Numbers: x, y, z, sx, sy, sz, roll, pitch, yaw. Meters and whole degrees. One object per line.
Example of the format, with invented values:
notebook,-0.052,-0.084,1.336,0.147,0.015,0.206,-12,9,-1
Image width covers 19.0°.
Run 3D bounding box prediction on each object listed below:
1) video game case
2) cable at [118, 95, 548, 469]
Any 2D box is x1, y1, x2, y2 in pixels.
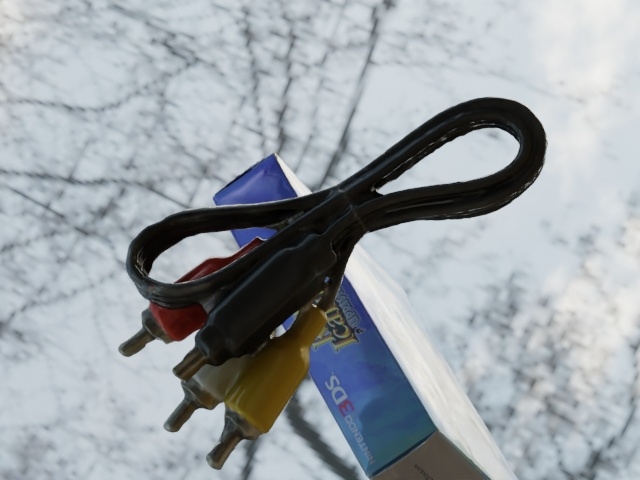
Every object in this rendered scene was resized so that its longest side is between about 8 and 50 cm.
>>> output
video game case,0.050,0.096,1.369,0.061,0.269,0.244,-36,-37,7
cable,0.000,0.000,1.152,0.287,0.139,0.072,-39,-21,-7
